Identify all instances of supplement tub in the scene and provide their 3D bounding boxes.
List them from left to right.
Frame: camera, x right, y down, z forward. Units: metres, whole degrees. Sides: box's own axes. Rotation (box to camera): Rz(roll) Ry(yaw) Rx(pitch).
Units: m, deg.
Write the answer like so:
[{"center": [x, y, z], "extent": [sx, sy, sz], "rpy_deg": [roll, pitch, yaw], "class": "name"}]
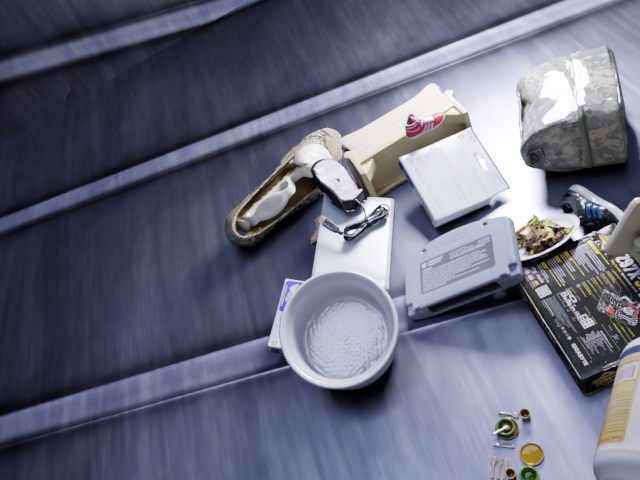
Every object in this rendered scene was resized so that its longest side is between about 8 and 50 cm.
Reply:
[{"center": [0.606, 0.345, 1.143], "extent": [0.228, 0.228, 0.316], "rpy_deg": [9, 58, 34], "class": "supplement tub"}]

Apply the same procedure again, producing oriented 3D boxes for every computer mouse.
[{"center": [0.044, -0.104, 1.839], "extent": [0.184, 0.060, 0.262], "rpy_deg": [-38, 70, -28], "class": "computer mouse"}]

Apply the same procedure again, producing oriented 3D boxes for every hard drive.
[{"center": [0.092, 0.007, 1.810], "extent": [0.203, 0.040, 0.308], "rpy_deg": [4, 53, 6], "class": "hard drive"}]

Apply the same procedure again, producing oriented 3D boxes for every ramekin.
[{"center": [0.053, 0.220, 1.569], "extent": [0.277, 0.135, 0.277], "rpy_deg": [-5, 69, 12], "class": "ramekin"}]

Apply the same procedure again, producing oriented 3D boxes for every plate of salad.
[{"center": [0.514, -0.015, 1.583], "extent": [0.199, 0.048, 0.200], "rpy_deg": [-29, 14, 8], "class": "plate of salad"}]

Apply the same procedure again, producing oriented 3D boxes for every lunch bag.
[{"center": [0.639, -0.332, 1.722], "extent": [0.256, 0.212, 0.305], "rpy_deg": [-7, 49, 23], "class": "lunch bag"}]

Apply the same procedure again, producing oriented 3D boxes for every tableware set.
[{"center": [0.397, 0.413, 1.344], "extent": [0.104, 0.024, 0.154], "rpy_deg": [-1, 52, 28], "class": "tableware set"}]

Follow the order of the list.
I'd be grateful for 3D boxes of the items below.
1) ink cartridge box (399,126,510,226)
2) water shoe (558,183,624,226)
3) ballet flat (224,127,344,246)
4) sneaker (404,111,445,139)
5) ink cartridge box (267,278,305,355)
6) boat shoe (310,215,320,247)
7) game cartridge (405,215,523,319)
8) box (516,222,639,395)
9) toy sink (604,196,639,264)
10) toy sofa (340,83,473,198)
[{"center": [0.358, -0.173, 1.799], "extent": [0.224, 0.045, 0.223], "rpy_deg": [-23, 65, -4], "class": "ink cartridge box"}, {"center": [0.658, -0.057, 1.590], "extent": [0.080, 0.073, 0.203], "rpy_deg": [-50, 38, 9], "class": "water shoe"}, {"center": [-0.089, -0.159, 1.993], "extent": [0.483, 0.164, 0.182], "rpy_deg": [-44, 8, -9], "class": "ballet flat"}, {"center": [0.281, -0.326, 1.806], "extent": [0.118, 0.067, 0.042], "rpy_deg": [-33, 49, 0], "class": "sneaker"}, {"center": [-0.013, 0.207, 1.715], "extent": [0.208, 0.045, 0.206], "rpy_deg": [7, 55, 10], "class": "ink cartridge box"}, {"center": [0.000, 0.000, 1.890], "extent": [0.059, 0.063, 0.170], "rpy_deg": [-21, 46, 3], "class": "boat shoe"}, {"center": [0.339, 0.060, 1.608], "extent": [0.297, 0.062, 0.198], "rpy_deg": [-26, 38, 32], "class": "game cartridge"}, {"center": [0.601, 0.139, 1.433], "extent": [0.257, 0.079, 0.322], "rpy_deg": [-25, 45, 4], "class": "box"}, {"center": [0.735, 0.005, 1.352], "extent": [0.234, 0.153, 0.131], "rpy_deg": [-2, 43, -15], "class": "toy sink"}, {"center": [0.251, -0.281, 1.932], "extent": [0.362, 0.150, 0.177], "rpy_deg": [-32, 48, 1], "class": "toy sofa"}]
